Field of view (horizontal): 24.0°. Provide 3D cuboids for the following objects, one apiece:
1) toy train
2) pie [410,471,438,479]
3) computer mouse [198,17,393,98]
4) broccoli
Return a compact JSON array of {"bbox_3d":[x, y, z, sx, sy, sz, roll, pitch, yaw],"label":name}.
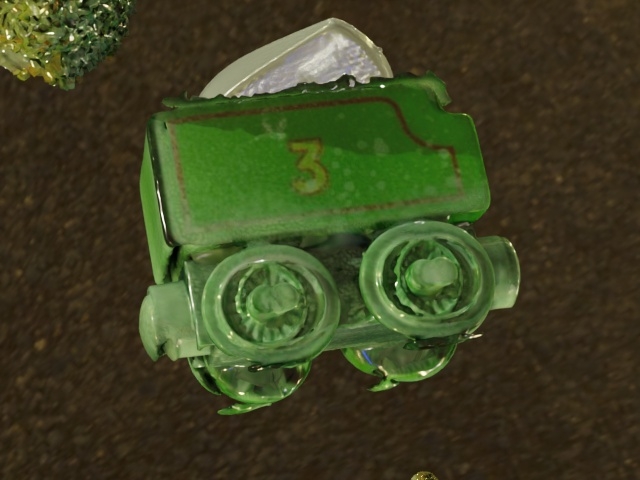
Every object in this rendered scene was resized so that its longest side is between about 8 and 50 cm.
[{"bbox_3d":[0.000,0.000,0.958,0.243,0.132,0.188,-6,74,-12],"label":"toy train"},{"bbox_3d":[0.107,0.267,1.466,0.085,0.017,0.085,23,62,-51],"label":"pie"},{"bbox_3d":[-0.031,-0.152,1.594,0.128,0.231,0.079,52,23,-30],"label":"computer mouse"},{"bbox_3d":[-0.194,-0.186,0.901,0.194,0.219,0.194,1,56,-1],"label":"broccoli"}]
